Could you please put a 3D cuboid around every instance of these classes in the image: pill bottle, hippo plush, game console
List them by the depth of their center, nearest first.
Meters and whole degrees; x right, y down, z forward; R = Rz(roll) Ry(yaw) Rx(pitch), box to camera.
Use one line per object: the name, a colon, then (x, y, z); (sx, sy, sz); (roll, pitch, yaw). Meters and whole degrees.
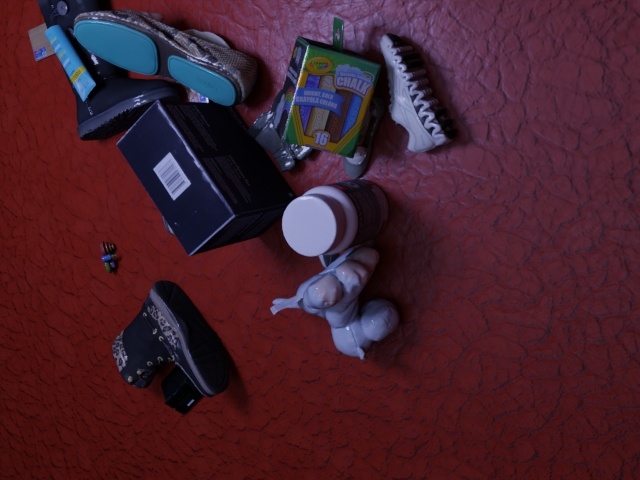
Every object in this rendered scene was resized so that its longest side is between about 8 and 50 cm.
pill bottle: (0.038, -0.055, 1.680); (0.161, 0.283, 0.161); (5, 101, 26)
hippo plush: (0.064, 0.179, 1.733); (0.294, 0.234, 0.236); (-35, 95, 2)
game console: (-0.417, 0.446, 2.161); (0.107, 0.071, 0.122); (35, 117, -15)

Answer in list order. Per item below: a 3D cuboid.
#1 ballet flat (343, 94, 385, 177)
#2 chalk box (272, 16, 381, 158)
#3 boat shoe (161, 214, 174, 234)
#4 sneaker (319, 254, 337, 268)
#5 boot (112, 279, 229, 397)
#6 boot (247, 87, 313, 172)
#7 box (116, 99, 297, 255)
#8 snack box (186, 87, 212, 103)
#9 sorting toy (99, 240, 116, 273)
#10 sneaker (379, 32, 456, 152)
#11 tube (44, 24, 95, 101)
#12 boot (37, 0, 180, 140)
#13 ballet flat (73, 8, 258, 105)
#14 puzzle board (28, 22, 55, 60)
ballet flat: (0.094, -0.251, 1.739); (0.072, 0.068, 0.213); (26, 110, 20)
chalk box: (0.019, -0.365, 1.660); (0.179, 0.180, 0.288); (13, 109, -15)
boat shoe: (-0.423, -0.155, 2.010); (0.092, 0.103, 0.285); (-3, 94, 33)
sneaker: (0.000, 0.000, 1.849); (0.061, 0.054, 0.152); (-8, 100, 52)
boot: (-0.444, 0.340, 2.078); (0.284, 0.138, 0.377); (-44, 72, 26)
boot: (-0.058, -0.300, 1.817); (0.161, 0.083, 0.246); (44, 116, 0)
box: (-0.276, -0.167, 1.807); (0.179, 0.312, 0.343); (-39, 80, 28)
snack box: (-0.342, -0.457, 1.954); (0.064, 0.022, 0.178); (-9, 95, 27)
sorting toy: (-0.643, 0.048, 2.189); (0.042, 0.061, 0.102); (-16, 100, -5)
sneaker: (0.199, -0.338, 1.655); (0.118, 0.110, 0.292); (-27, 86, 37)
tube: (-0.684, -0.491, 1.966); (0.080, 0.052, 0.207); (-35, 85, 45)
boot: (-0.603, -0.548, 2.017); (0.367, 0.146, 0.445); (-16, 87, 27)
ballet flat: (-0.386, -0.499, 1.861); (0.483, 0.182, 0.164); (22, 143, 3)
puzzle board: (-0.838, -0.614, 2.189); (0.128, 0.011, 0.096); (-11, 95, 29)
